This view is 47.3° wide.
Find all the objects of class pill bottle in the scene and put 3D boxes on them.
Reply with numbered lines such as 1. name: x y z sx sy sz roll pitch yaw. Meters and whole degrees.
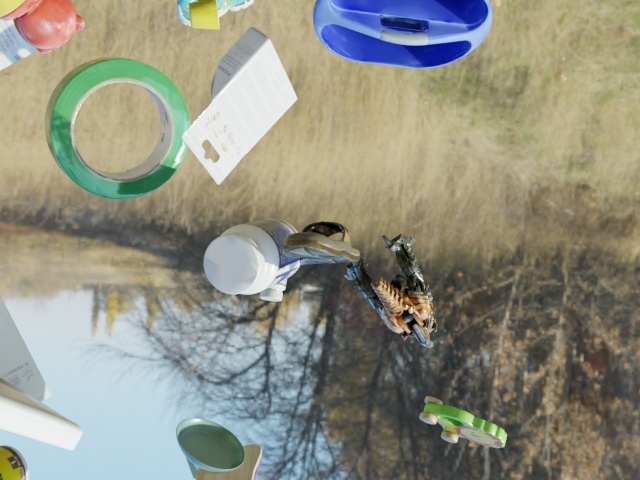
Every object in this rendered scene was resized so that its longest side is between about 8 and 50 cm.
1. pill bottle: -0.136 0.105 2.134 0.078 0.137 0.078 8 167 2
2. pill bottle: -0.145 0.035 1.606 0.153 0.153 0.265 3 -173 15
3. pill bottle: -0.725 0.515 1.516 0.117 0.117 0.215 3 -173 24

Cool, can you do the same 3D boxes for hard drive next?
1. hard drive: -0.537 0.208 1.064 0.233 0.047 0.353 19 163 29
2. hard drive: -0.740 0.252 1.648 0.040 0.307 0.203 -26 -178 12

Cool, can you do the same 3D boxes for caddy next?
1. caddy: 0.155 -0.445 1.398 0.342 0.179 0.241 4 151 -9

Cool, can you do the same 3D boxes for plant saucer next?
1. plant saucer: -0.177 0.328 1.155 0.119 0.021 0.119 27 -165 -8

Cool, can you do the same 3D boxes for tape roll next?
1. tape roll: -0.463 -0.258 1.686 0.321 0.321 0.077 7 -168 -33

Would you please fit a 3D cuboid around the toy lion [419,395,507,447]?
1. toy lion: 0.195 0.247 0.970 0.096 0.034 0.100 -1 145 43

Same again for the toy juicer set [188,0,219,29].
1. toy juicer set: -0.237 -0.591 1.481 0.090 0.209 0.329 -8 168 -8

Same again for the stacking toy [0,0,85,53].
1. stacking toy: -0.354 -0.444 1.124 0.309 0.279 0.130 -21 138 20

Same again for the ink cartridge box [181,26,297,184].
1. ink cartridge box: -0.155 -0.240 1.323 0.066 0.232 0.189 41 172 25

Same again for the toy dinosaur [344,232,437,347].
1. toy dinosaur: 0.165 0.108 1.453 0.164 0.218 0.322 -23 159 -9

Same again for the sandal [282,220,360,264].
1. sandal: 0.000 0.000 0.996 0.090 0.060 0.219 -3 173 15

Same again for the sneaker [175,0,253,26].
1. sneaker: -0.246 -0.637 1.845 0.107 0.275 0.110 45 156 14

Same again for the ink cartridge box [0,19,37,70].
1. ink cartridge box: -0.614 -0.451 1.368 0.233 0.168 0.171 -32 152 -13

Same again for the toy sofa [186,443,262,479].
1. toy sofa: -0.214 0.589 1.463 0.177 0.362 0.150 -1 133 5
